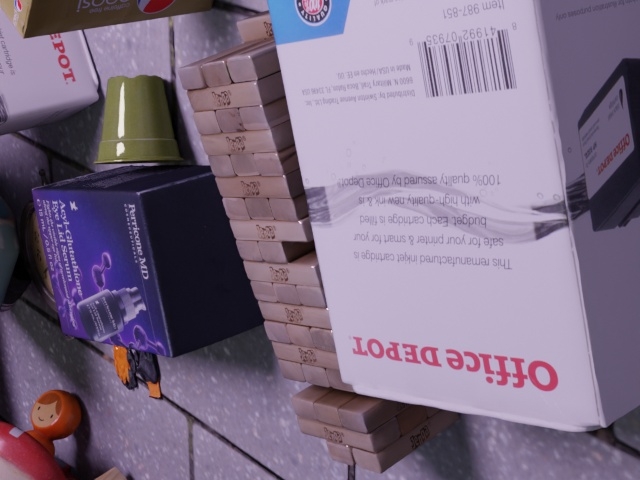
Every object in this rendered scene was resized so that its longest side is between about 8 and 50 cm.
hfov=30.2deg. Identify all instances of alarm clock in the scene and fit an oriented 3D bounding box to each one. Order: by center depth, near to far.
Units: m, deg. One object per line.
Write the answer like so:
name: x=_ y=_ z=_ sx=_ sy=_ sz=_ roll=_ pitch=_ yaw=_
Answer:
alarm clock: x=-0.268 y=0.027 z=1.276 sx=0.129 sy=0.064 sz=0.192 roll=38 pitch=129 yaw=35

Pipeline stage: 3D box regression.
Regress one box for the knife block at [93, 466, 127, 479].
knife block: x=-0.305 y=0.371 z=1.317 sx=0.088 sy=0.242 sz=0.276 roll=46 pitch=137 yaw=16

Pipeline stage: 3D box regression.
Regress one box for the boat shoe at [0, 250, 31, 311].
boat shoe: x=-0.413 y=-0.026 z=1.429 sx=0.076 sy=0.080 sz=0.229 roll=-36 pitch=72 yaw=27

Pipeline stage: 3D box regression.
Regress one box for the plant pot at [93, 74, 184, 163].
plant pot: x=-0.169 y=-0.111 z=1.093 sx=0.083 sy=0.083 sz=0.079 roll=1 pitch=95 yaw=51

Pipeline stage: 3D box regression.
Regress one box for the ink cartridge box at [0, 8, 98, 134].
ink cartridge box: x=-0.381 y=-0.190 z=1.152 sx=0.114 sy=0.272 sz=0.198 roll=-16 pitch=93 yaw=55

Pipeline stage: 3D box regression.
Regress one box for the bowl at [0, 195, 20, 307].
bowl: x=-0.448 y=-0.014 z=1.267 sx=0.311 sy=0.311 sz=0.163 roll=41 pitch=94 yaw=32

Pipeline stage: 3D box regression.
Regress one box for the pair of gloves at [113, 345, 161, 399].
pair of gloves: x=-0.201 y=0.132 z=1.283 sx=0.083 sy=0.010 sz=0.074 roll=7 pitch=110 yaw=49

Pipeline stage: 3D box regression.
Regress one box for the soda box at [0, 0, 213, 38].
soda box: x=-0.168 y=-0.214 z=0.953 sx=0.061 sy=0.181 sz=0.058 roll=51 pitch=138 yaw=24

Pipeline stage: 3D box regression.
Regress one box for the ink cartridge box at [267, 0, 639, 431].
ink cartridge box: x=0.099 y=-0.059 z=0.735 sx=0.223 sy=0.129 sz=0.308 roll=2 pitch=107 yaw=50

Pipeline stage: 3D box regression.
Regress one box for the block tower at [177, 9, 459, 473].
block tower: x=0.000 y=0.000 z=0.875 sx=0.091 sy=0.097 sz=0.336 roll=3 pitch=115 yaw=51

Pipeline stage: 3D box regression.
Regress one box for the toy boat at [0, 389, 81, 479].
toy boat: x=-0.338 y=0.246 z=1.403 sx=0.151 sy=0.151 sz=0.231 roll=27 pitch=168 yaw=7

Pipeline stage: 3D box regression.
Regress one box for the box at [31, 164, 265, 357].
box: x=-0.163 y=0.013 z=1.106 sx=0.207 sy=0.108 sz=0.153 roll=2 pitch=107 yaw=51
